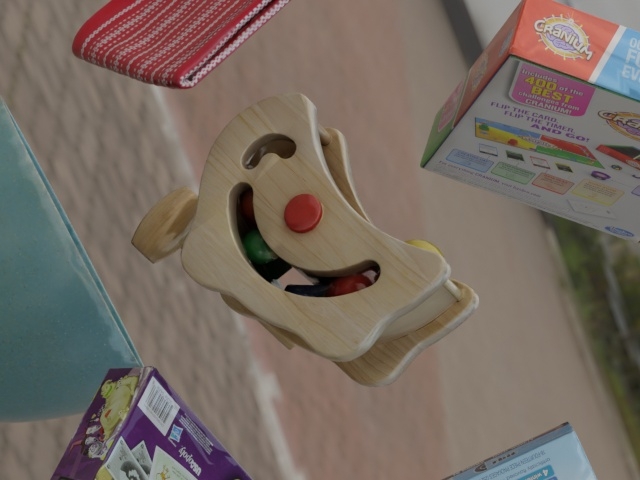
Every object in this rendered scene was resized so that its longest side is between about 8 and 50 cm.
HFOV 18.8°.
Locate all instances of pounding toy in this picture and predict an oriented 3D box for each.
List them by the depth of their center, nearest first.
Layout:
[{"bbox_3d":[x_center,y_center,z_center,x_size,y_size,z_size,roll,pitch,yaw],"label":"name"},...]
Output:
[{"bbox_3d":[0.000,0.000,1.409,0.269,0.154,0.155,29,-7,30],"label":"pounding toy"}]

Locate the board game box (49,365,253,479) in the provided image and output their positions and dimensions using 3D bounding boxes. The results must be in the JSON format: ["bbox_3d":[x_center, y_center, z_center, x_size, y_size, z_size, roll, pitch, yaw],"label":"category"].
[{"bbox_3d":[-0.082,0.274,1.364,0.347,0.056,0.208,54,44,-35],"label":"board game box"}]

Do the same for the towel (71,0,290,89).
[{"bbox_3d":[-0.108,-0.217,1.722,0.031,0.199,0.275,52,-13,-25],"label":"towel"}]

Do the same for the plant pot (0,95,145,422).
[{"bbox_3d":[-0.298,0.046,1.696,0.290,0.195,0.290,61,-5,9],"label":"plant pot"}]

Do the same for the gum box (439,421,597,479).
[{"bbox_3d":[0.199,0.285,1.797,0.041,0.157,0.184,-100,165,-82],"label":"gum box"}]

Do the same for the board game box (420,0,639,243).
[{"bbox_3d":[0.250,-0.105,1.814,0.316,0.242,0.064,127,-19,-70],"label":"board game box"}]
